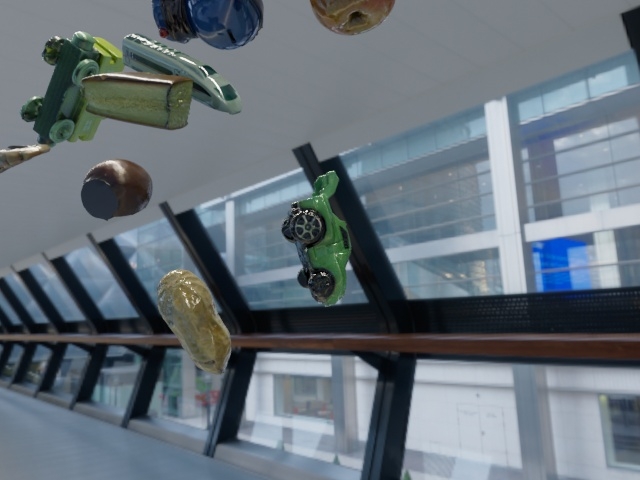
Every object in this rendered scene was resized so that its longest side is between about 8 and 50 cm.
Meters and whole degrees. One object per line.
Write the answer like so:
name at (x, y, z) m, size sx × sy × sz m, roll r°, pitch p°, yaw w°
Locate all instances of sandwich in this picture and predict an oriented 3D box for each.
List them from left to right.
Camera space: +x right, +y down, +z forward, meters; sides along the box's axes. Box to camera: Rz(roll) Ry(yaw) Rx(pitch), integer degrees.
sandwich at (-0.437, -0.342, 1.241) m, size 0.236 × 0.122 × 0.128 m, roll 12°, pitch 22°, yaw 10°

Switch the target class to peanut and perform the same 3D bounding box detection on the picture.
peanut at (-0.374, 0.244, 1.566) m, size 0.174 × 0.339 × 0.158 m, roll -18°, pitch 12°, yaw 48°

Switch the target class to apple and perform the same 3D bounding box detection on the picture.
apple at (0.073, -0.595, 1.243) m, size 0.210 × 0.164 × 0.209 m, roll -6°, pitch -12°, yaw -1°

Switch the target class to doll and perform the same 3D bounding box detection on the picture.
doll at (-0.319, -0.674, 1.500) m, size 0.310 × 0.239 × 0.284 m, roll -3°, pitch -17°, yaw 11°

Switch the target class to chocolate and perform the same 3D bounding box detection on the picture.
chocolate at (-0.405, -0.108, 1.051) m, size 0.127 × 0.124 × 0.133 m, roll -25°, pitch 24°, yaw 26°

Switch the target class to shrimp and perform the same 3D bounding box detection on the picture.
shrimp at (-0.960, -0.261, 1.601) m, size 0.290 × 0.075 × 0.178 m, roll -15°, pitch 18°, yaw 20°

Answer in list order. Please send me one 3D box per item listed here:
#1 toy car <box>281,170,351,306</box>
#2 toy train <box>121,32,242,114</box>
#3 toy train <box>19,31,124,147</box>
toy car at (0.000, 0.000, 1.471) m, size 0.177 × 0.358 × 0.213 m, roll -18°, pitch 4°, yaw -10°
toy train at (-0.365, -0.450, 1.384) m, size 0.407 × 0.088 × 0.086 m, roll 30°, pitch 39°, yaw 22°
toy train at (-0.866, -0.532, 1.847) m, size 0.442 × 0.179 × 0.272 m, roll -54°, pitch -6°, yaw 23°
